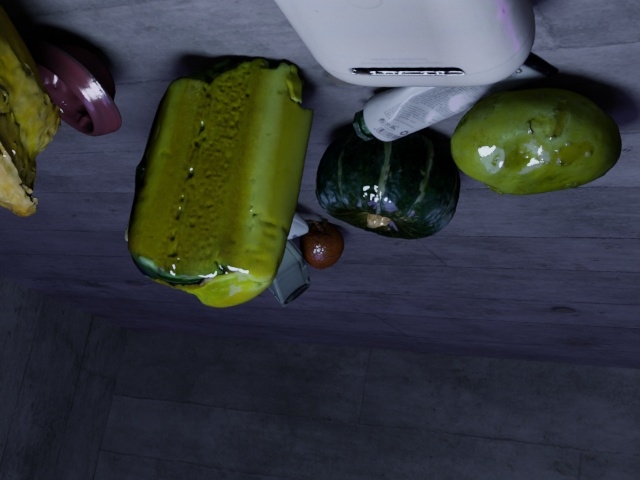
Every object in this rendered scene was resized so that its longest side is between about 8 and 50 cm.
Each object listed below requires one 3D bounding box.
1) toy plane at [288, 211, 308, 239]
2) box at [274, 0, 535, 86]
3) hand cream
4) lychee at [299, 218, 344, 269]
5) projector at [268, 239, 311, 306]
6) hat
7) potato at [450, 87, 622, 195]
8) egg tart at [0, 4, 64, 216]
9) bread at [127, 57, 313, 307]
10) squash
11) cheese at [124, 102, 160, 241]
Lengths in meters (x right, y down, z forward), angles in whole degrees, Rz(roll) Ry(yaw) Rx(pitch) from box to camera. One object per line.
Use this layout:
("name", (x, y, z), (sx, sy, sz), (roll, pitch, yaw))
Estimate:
("toy plane", (-0.132, -0.065, 2.152), (0.255, 0.101, 0.251), (13, 157, -31))
("box", (0.087, -0.293, 1.179), (0.288, 0.141, 0.349), (3, 162, 22))
("hand cream", (0.181, -0.219, 1.530), (0.121, 0.076, 0.336), (17, 157, -38))
("lychee", (0.002, 0.006, 2.298), (0.101, 0.114, 0.140), (49, 146, 18))
("projector", (-0.112, 0.032, 2.341), (0.192, 0.099, 0.257), (51, 172, 16))
("hat", (-0.395, -0.260, 1.660), (0.205, 0.089, 0.205), (33, 157, 16))
("potato", (0.313, -0.149, 1.492), (0.253, 0.149, 0.186), (1, 150, -19))
("egg tart", (-0.508, -0.240, 1.491), (0.443, 0.178, 0.443), (52, 165, 20))
("bread", (-0.153, -0.082, 1.604), (0.251, 0.377, 0.208), (6, 160, 11))
("squash", (0.114, -0.098, 1.773), (0.252, 0.165, 0.252), (7, 165, 2))
("cheese", (-0.188, -0.099, 1.782), (0.242, 0.266, 0.124), (18, 164, -22))
